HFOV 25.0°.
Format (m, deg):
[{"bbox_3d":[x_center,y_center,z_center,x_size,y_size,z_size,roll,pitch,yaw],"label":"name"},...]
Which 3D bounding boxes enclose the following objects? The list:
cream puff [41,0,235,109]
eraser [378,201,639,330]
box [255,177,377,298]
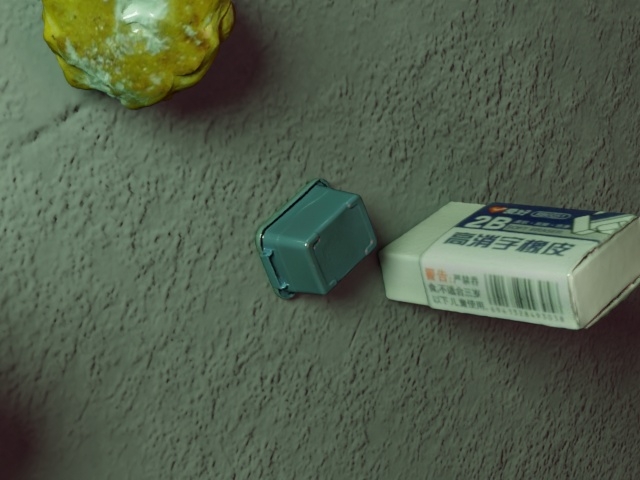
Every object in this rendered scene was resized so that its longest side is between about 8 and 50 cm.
[{"bbox_3d":[-0.126,-0.169,1.017,0.116,0.146,0.146,-87,162,-64],"label":"cream puff"},{"bbox_3d":[0.171,0.018,1.297,0.124,0.210,0.068,-35,120,-39],"label":"eraser"},{"bbox_3d":[0.000,0.000,1.222,0.099,0.054,0.074,-43,124,-34],"label":"box"}]
